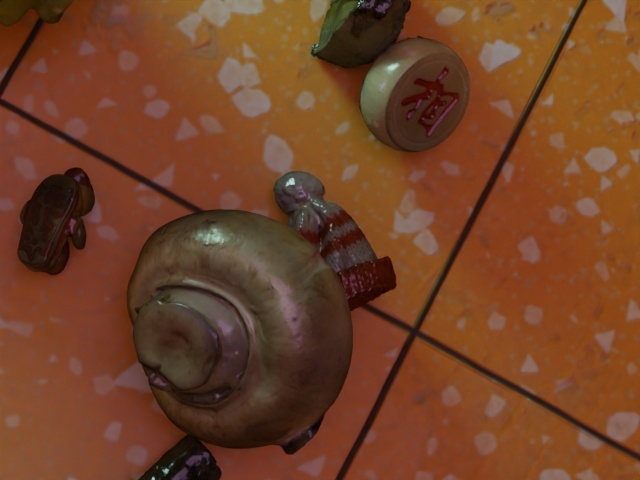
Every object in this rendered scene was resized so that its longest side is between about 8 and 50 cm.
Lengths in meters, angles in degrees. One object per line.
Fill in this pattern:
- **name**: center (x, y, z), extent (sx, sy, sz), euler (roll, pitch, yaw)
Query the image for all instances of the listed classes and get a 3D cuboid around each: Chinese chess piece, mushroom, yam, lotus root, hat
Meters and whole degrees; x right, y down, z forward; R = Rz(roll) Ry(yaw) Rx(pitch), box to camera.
- **Chinese chess piece**: center (0.100, -0.152, 1.865), extent (0.122, 0.051, 0.122), euler (-19, 126, -28)
- **mushroom**: center (-0.081, 0.092, 1.731), extent (0.254, 0.184, 0.255), euler (2, 95, 29)
- **yam**: center (-0.208, 0.292, 1.769), extent (0.253, 0.061, 0.061), euler (-40, 91, -13)
- **lotus root**: center (0.058, -0.248, 1.861), extent (0.070, 0.144, 0.143), euler (23, 87, -14)
- **hat**: center (0.000, 0.000, 1.837), extent (0.112, 0.093, 0.162), euler (-21, 81, -20)

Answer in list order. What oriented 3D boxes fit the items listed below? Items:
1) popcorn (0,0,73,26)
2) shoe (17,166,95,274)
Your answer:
- **popcorn**: center (-0.316, -0.348, 1.715), extent (0.312, 0.312, 0.312), euler (2, 82, -11)
- **shoe**: center (-0.269, -0.018, 1.796), extent (0.072, 0.069, 0.109), euler (0, 72, 13)
